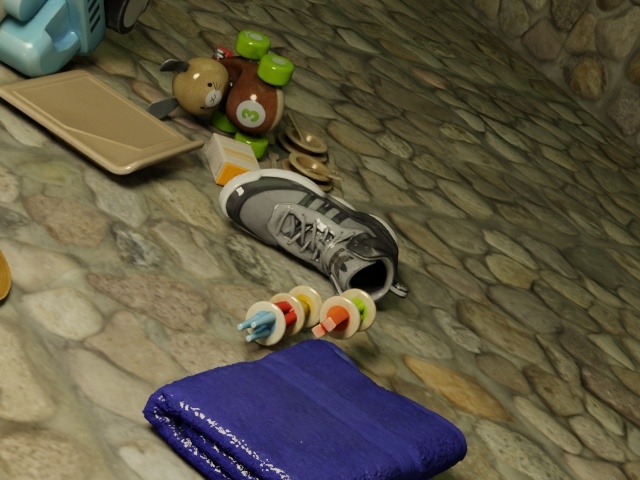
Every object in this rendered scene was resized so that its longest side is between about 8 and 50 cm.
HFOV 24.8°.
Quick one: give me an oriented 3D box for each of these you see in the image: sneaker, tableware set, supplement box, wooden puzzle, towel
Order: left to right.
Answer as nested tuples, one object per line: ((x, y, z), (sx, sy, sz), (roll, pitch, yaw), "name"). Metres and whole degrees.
((-0.302, -0.157, 1.966), (0.238, 0.044, 0.221), (29, 21, 14), "wooden puzzle")
((-0.124, -0.108, 2.073), (0.062, 0.036, 0.098), (18, 24, -24), "supplement box")
((-0.012, 0.202, 1.491), (0.227, 0.076, 0.308), (32, 21, 26), "towel")
((-0.018, -0.135, 2.256), (0.128, 0.039, 0.194), (22, 22, -16), "tableware set")
((0.000, 0.000, 1.894), (0.268, 0.101, 0.153), (22, 20, -24), "sneaker")

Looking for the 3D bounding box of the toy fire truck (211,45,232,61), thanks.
((-0.124, -0.261, 2.397), (0.135, 0.047, 0.192), (25, 23, -13), "toy fire truck")

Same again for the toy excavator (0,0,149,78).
((-0.427, -0.319, 1.953), (0.222, 0.445, 0.433), (29, -22, 6), "toy excavator")

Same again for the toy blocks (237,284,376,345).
((-0.019, 0.092, 1.685), (0.123, 0.054, 0.148), (3, 10, 26), "toy blocks")

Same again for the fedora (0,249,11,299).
((-0.388, -0.011, 1.479), (0.194, 0.079, 0.194), (24, 23, -11), "fedora")

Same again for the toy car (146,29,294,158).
((-0.160, -0.218, 2.135), (0.188, 0.155, 0.149), (-1, 35, -35), "toy car")
